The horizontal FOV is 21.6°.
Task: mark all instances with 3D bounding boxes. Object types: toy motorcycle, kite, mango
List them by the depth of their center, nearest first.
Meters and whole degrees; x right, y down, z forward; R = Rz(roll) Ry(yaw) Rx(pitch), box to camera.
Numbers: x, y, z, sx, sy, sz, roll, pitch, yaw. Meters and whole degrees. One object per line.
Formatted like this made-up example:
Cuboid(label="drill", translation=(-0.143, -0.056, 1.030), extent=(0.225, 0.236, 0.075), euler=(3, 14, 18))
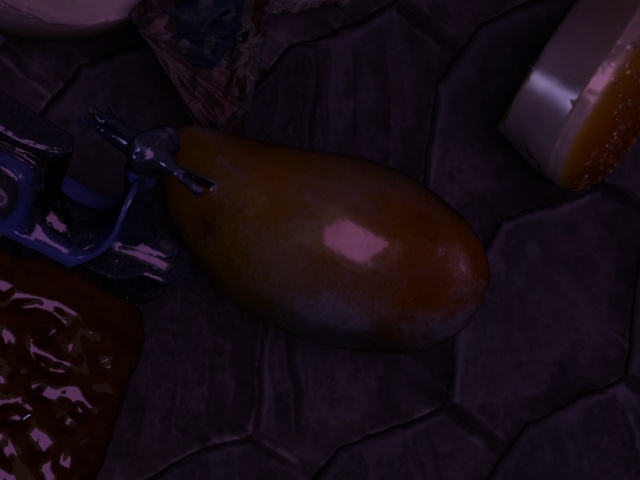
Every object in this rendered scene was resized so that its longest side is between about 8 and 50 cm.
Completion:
Cuboid(label="toy motorcycle", translation=(-0.268, -0.072, 1.667), extent=(0.358, 0.212, 0.125), euler=(30, 40, -9))
Cuboid(label="kite", translation=(-0.076, -0.245, 1.748), extent=(0.368, 0.014, 0.406), euler=(-14, 127, -51))
Cuboid(label="mango", translation=(0.000, 0.000, 1.770), extent=(0.384, 0.221, 0.199), euler=(28, 64, -13))

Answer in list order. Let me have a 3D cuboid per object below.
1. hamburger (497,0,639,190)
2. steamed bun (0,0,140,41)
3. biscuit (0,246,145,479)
Cuboid(label="hamburger", translation=(0.324, -0.198, 1.878), extent=(0.151, 0.227, 0.295), euler=(36, 82, 8))
Cuboid(label="steamed bun", translation=(-0.272, -0.357, 1.672), extent=(0.324, 0.206, 0.324), euler=(-8, 107, -28))
Cuboid(label="biscuit", translation=(-0.375, 0.180, 1.630), extent=(0.342, 0.166, 0.395), euler=(23, 67, -16))
